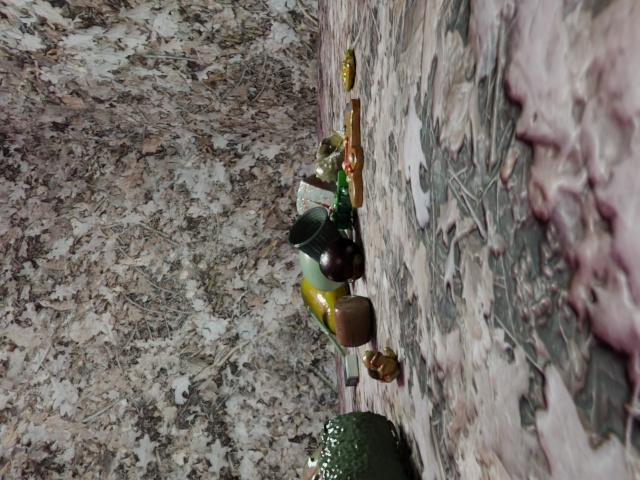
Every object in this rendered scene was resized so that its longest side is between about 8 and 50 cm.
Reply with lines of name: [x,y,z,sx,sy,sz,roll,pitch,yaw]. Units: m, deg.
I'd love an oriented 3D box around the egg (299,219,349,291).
egg: [0.019,0.058,1.787,0.203,0.203,0.283,-102,11,-76]

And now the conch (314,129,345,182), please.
conch: [0.043,-0.293,1.595,0.155,0.130,0.207,50,143,15]

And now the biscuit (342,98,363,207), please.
biscuit: [0.096,-0.260,1.412,0.205,0.049,0.324,-115,20,-82]

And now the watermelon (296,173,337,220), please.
watermelon: [0.004,-0.171,1.929,0.262,0.201,0.213,-90,7,-49]

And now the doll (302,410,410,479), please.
doll: [0.065,0.491,0.895,0.349,0.247,0.247,-82,-9,-61]

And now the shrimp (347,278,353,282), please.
shrimp: [0.114,0.126,1.708,0.038,0.029,0.092,-95,7,-56]

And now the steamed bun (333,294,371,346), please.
steamed bun: [0.100,0.235,1.356,0.175,0.106,0.145,-35,-62,-76]

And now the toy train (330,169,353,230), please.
toy train: [0.080,-0.128,1.606,0.251,0.085,0.119,95,177,-62]

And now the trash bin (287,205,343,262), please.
trash bin: [0.000,0.000,1.594,0.161,0.175,0.175,46,-160,-29]

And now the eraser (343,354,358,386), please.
eraser: [0.122,0.527,1.882,0.212,0.046,0.092,92,174,-64]

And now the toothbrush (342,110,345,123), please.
toothbrush: [0.092,-0.315,1.651,0.024,0.026,0.288,-91,-2,-59]

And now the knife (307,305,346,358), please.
knife: [0.030,0.377,1.900,0.293,0.020,0.043,54,159,-15]

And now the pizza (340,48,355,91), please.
pizza: [0.082,-0.519,1.429,0.160,0.036,0.099,101,166,-81]

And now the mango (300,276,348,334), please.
mango: [0.027,0.265,2.013,0.365,0.182,0.253,-117,16,-53]

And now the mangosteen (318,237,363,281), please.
mangosteen: [0.071,0.069,1.482,0.152,0.152,0.152,177,90,-88]

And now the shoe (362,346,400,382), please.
shoe: [0.130,0.261,0.991,0.069,0.072,0.109,48,-177,0]

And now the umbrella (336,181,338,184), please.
umbrella: [0.074,-0.271,1.734,0.067,0.062,0.143,2,108,53]
